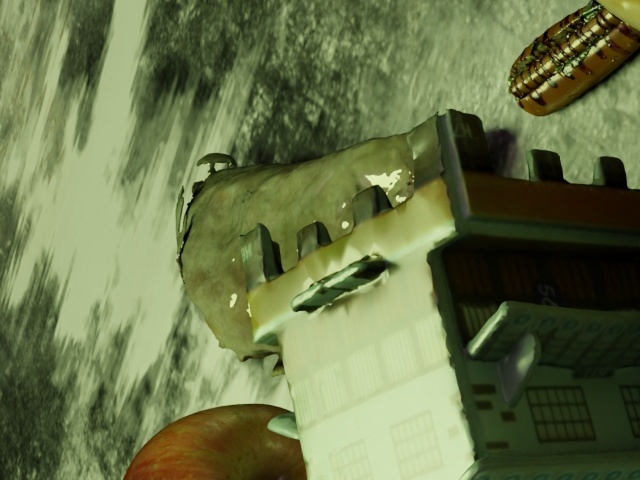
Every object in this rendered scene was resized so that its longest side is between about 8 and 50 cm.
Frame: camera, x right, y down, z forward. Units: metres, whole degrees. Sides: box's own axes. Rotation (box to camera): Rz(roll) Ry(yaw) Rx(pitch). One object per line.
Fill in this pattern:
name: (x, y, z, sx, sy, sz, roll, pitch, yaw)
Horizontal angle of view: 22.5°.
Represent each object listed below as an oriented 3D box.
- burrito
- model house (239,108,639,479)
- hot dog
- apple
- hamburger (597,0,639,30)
burrito: (-0.004, 0.012, 1.144, 0.348, 0.107, 0.175, 0, 72, 55)
model house: (0.095, 0.070, 0.854, 0.198, 0.224, 0.215, -28, 66, 46)
hot dog: (0.153, -0.115, 0.976, 0.122, 0.037, 0.049, -41, 56, 49)
apple: (-0.061, 0.206, 1.139, 0.199, 0.199, 0.199, -12, 75, 56)
hamburger: (0.237, -0.199, 0.729, 0.300, 0.176, 0.300, -14, 74, 56)
